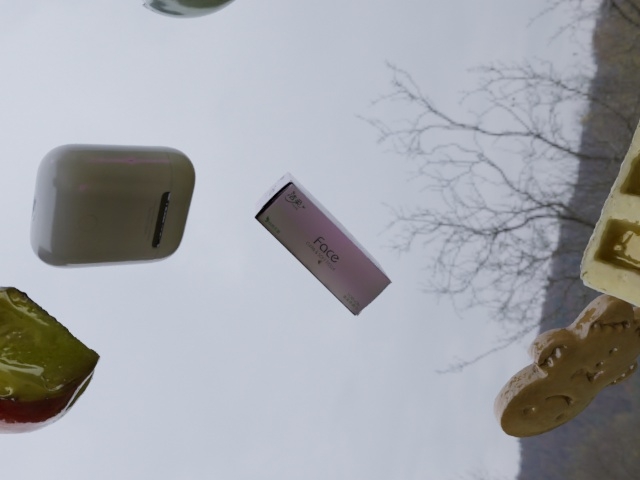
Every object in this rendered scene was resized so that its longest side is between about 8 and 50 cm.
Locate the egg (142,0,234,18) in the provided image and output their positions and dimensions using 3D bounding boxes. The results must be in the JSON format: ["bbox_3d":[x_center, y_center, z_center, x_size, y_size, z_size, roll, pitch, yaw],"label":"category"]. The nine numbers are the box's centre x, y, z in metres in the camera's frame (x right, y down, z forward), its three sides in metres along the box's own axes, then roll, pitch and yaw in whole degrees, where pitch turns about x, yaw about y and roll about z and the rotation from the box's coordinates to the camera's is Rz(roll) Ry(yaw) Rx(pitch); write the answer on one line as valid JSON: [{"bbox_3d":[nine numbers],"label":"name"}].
[{"bbox_3d":[-0.208,-0.474,1.177,0.217,0.183,0.183,-17,-63,-21],"label":"egg"}]

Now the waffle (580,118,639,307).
[{"bbox_3d":[0.308,-0.042,0.443,0.055,0.221,0.248,12,-79,-40],"label":"waffle"}]

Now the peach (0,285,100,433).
[{"bbox_3d":[-0.710,0.270,1.501,0.242,0.380,0.306,-52,0,35],"label":"peach"}]

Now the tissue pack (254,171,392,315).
[{"bbox_3d":[0.000,0.000,1.213,0.246,0.092,0.148,44,-175,-13],"label":"tissue pack"}]

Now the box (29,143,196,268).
[{"bbox_3d":[-0.453,-0.074,1.534,0.348,0.141,0.289,-4,-58,-38],"label":"box"}]

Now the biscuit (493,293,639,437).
[{"bbox_3d":[0.462,0.242,1.265,0.275,0.052,0.355,21,-62,-34],"label":"biscuit"}]
